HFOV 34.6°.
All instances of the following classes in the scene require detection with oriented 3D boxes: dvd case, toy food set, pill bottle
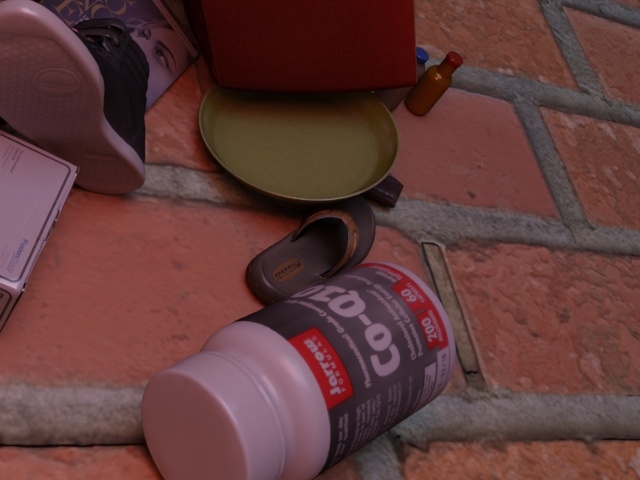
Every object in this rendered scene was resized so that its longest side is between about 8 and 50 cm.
[{"bbox_3d":[-0.234,-0.230,1.174,0.164,0.018,0.221,54,38,-21],"label":"dvd case"},{"bbox_3d":[0.073,-0.269,1.404,0.232,0.104,0.111,43,43,3],"label":"toy food set"},{"bbox_3d":[-0.015,0.133,0.966,0.283,0.161,0.161,-23,71,-45],"label":"pill bottle"}]

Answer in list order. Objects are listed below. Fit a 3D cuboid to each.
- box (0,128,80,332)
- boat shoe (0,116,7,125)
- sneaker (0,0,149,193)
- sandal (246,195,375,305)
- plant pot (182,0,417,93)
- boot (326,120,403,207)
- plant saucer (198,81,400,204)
[{"bbox_3d":[-0.382,-0.050,0.913,0.290,0.087,0.169,25,45,-16],"label":"box"},{"bbox_3d":[-0.441,-0.210,0.986,0.342,0.123,0.123,13,50,-19],"label":"boat shoe"},{"bbox_3d":[-0.240,-0.171,0.983,0.104,0.296,0.147,-7,65,7],"label":"sneaker"},{"bbox_3d":[0.000,0.000,1.162,0.090,0.060,0.219,49,43,9],"label":"sandal"},{"bbox_3d":[-0.046,-0.327,1.221,0.235,0.267,0.267,-17,46,-10],"label":"plant pot"},{"bbox_3d":[0.049,-0.096,1.297,0.114,0.037,0.106,14,55,-26],"label":"boot"},{"bbox_3d":[-0.026,-0.124,1.224,0.240,0.037,0.241,7,48,-8],"label":"plant saucer"}]
